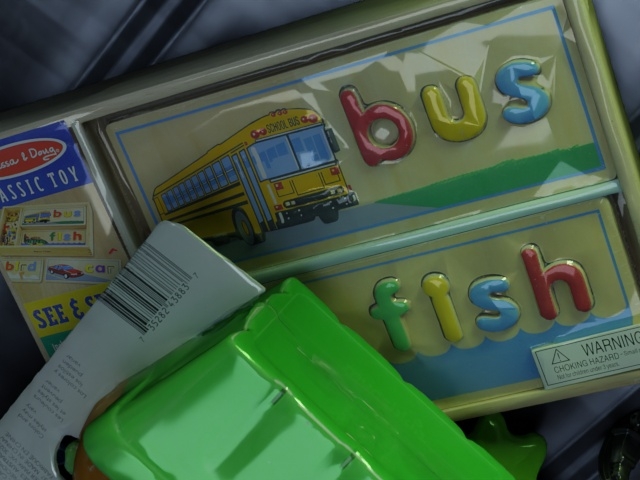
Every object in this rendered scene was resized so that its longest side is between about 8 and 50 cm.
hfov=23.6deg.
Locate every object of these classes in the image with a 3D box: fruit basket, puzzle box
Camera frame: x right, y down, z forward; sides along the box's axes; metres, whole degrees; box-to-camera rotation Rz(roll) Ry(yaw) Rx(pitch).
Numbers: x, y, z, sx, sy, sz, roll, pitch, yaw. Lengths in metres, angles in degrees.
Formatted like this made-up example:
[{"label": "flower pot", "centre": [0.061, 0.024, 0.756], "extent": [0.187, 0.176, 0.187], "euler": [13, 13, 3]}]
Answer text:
[{"label": "fruit basket", "centre": [-0.063, 0.203, 0.948], "extent": [0.327, 0.165, 0.353], "euler": [42, 123, 1]}, {"label": "puzzle box", "centre": [0.000, 0.000, 0.955], "extent": [0.409, 0.052, 0.272], "euler": [-15, 112, 18]}]

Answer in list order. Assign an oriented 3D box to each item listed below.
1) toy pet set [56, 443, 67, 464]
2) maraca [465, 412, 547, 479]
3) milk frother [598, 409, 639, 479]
[{"label": "toy pet set", "centre": [-0.244, 0.191, 1.056], "extent": [0.114, 0.065, 0.122], "euler": [21, 97, -18]}, {"label": "maraca", "centre": [0.106, 0.201, 1.011], "extent": [0.127, 0.099, 0.185], "euler": [-11, 105, -3]}, {"label": "milk frother", "centre": [0.269, 0.158, 0.967], "extent": [0.134, 0.129, 0.143], "euler": [57, 156, -17]}]
